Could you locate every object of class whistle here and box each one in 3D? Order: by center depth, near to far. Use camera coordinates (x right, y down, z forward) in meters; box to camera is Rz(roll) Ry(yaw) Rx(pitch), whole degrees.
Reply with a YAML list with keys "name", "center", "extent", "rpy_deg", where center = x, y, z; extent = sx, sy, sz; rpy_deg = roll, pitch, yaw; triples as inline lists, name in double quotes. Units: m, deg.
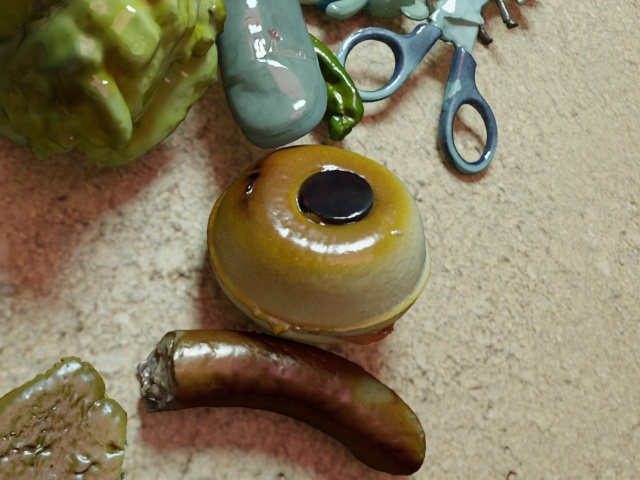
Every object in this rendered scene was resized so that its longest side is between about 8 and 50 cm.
- name: "whistle"
  center: [0.032, -0.325, 0.926]
  extent: [0.235, 0.077, 0.114]
  rpy_deg: [-7, 63, -27]

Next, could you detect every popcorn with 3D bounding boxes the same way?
- name: "popcorn"
  center: [-0.222, -0.193, 0.650]
  extent: [0.293, 0.293, 0.237]
  rpy_deg: [40, 20, -8]

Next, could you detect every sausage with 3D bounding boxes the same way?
- name: "sausage"
  center: [-0.025, 0.150, 0.712]
  extent: [0.302, 0.076, 0.103]
  rpy_deg: [20, 71, -18]

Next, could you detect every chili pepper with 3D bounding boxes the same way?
- name: "chili pepper"
  center: [-0.025, -0.209, 0.853]
  extent: [0.204, 0.072, 0.073]
  rpy_deg: [48, 39, 4]

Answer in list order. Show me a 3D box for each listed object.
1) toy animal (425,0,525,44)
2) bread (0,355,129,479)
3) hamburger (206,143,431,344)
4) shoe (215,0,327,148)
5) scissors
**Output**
- name: "toy animal"
  center: [0.253, -0.383, 1.050]
  extent: [0.214, 0.093, 0.186]
  rpy_deg: [15, 68, -26]
- name: "bread"
  center: [-0.223, 0.179, 0.602]
  extent: [0.140, 0.069, 0.128]
  rpy_deg: [-41, 94, -32]
- name: "hamburger"
  center: [-0.003, 0.002, 0.733]
  extent: [0.236, 0.147, 0.237]
  rpy_deg: [6, 46, -7]
- name: "shoe"
  center: [-0.063, -0.214, 0.761]
  extent: [0.103, 0.100, 0.251]
  rpy_deg: [-17, 58, 2]
- name: "scissors"
  center: [0.188, -0.297, 0.952]
  extent: [0.256, 0.029, 0.384]
  rpy_deg: [31, 76, -21]
